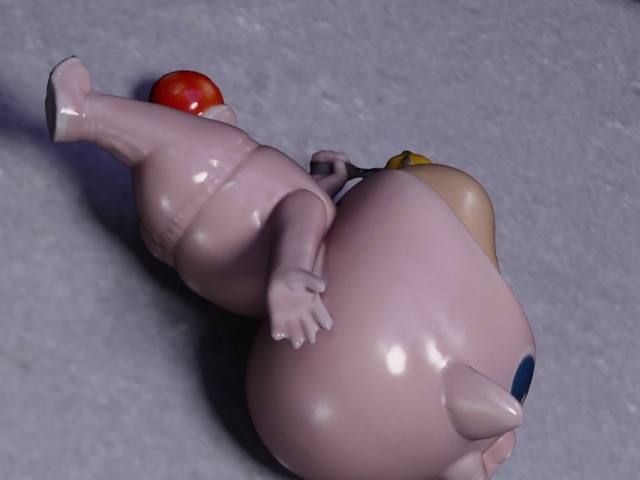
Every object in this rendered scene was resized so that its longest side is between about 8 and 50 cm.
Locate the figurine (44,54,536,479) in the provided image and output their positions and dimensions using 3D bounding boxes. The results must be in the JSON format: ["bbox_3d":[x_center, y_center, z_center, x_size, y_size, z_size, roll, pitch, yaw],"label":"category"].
[{"bbox_3d":[0.000,0.000,0.954,0.287,0.176,0.186,40,66,16],"label":"figurine"}]
